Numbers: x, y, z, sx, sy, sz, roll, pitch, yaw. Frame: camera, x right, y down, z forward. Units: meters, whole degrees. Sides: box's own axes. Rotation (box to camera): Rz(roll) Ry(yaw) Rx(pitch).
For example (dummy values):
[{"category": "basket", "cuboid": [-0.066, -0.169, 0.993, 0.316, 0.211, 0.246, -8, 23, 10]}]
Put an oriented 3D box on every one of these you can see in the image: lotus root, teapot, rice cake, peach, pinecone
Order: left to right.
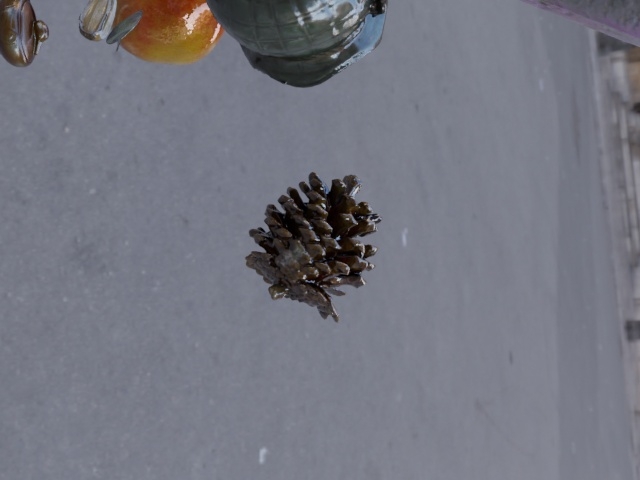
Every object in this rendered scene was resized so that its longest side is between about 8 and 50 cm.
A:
[{"category": "teapot", "cuboid": [-0.475, -0.342, 1.353, 0.098, 0.078, 0.129, -99, -170, -85]}, {"category": "lotus root", "cuboid": [-0.305, -0.300, 1.154, 0.030, 0.038, 0.083, 96, 3, -53]}, {"category": "peach", "cuboid": [-0.358, -0.572, 2.047, 0.289, 0.308, 0.288, -4, 96, -40]}, {"category": "pinecone", "cuboid": [0.001, 0.000, 1.236, 0.186, 0.212, 0.168, 37, 4, -8]}, {"category": "rice cake", "cuboid": [0.237, -0.299, 0.962, 0.073, 0.365, 0.056, -9, 125, -59]}]

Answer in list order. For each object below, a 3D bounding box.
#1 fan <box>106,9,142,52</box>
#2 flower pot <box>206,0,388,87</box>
[{"category": "fan", "cuboid": [-0.253, -0.259, 1.062, 0.003, 0.060, 0.080, 47, 56, -34]}, {"category": "flower pot", "cuboid": [-0.024, -0.407, 1.297, 0.213, 0.302, 0.301, 62, 30, -65]}]
